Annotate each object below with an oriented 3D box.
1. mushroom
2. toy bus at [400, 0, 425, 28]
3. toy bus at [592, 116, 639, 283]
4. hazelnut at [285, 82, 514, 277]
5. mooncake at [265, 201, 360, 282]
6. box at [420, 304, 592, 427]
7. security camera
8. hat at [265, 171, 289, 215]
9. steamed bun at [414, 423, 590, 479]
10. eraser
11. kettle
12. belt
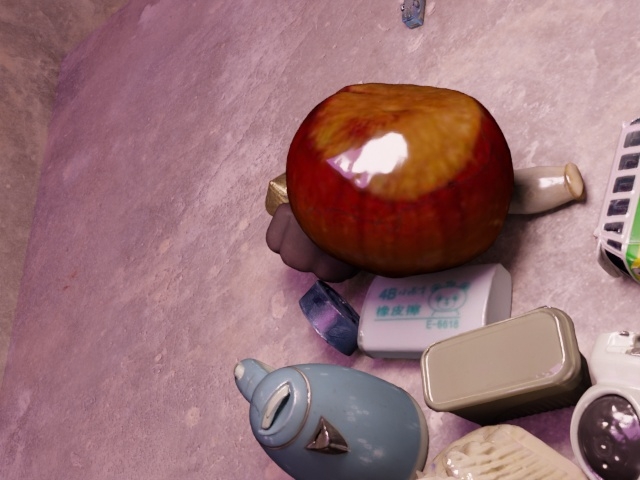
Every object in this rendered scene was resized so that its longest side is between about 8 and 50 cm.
[{"bbox_3d":[0.369,-0.109,1.496,0.352,0.097,0.109,8,84,41],"label":"mushroom"},{"bbox_3d":[0.252,-0.646,1.968,0.051,0.061,0.152,-10,60,37],"label":"toy bus"},{"bbox_3d":[0.576,-0.067,1.236,0.179,0.143,0.305,2,67,46],"label":"toy bus"},{"bbox_3d":[0.140,-0.104,1.373,0.430,0.402,0.401,9,68,15],"label":"hazelnut"},{"bbox_3d":[0.000,0.000,1.665,0.245,0.245,0.133,42,112,48],"label":"mooncake"},{"bbox_3d":[0.330,0.226,1.249,0.274,0.178,0.138,-22,52,32],"label":"box"},{"bbox_3d":[0.479,0.270,1.084,0.195,0.195,0.236,8,76,45],"label":"security camera"},{"bbox_3d":[-0.117,-0.143,1.984,0.146,0.067,0.145,-23,51,31],"label":"hat"},{"bbox_3d":[0.261,0.467,1.085,0.352,0.339,0.247,40,130,38],"label":"steamed bun"},{"bbox_3d":[0.225,0.145,1.458,0.290,0.104,0.189,-7,52,40],"label":"eraser"},{"bbox_3d":[-0.014,0.331,1.379,0.320,0.342,0.247,25,84,49],"label":"kettle"},{"bbox_3d":[0.026,0.168,1.596,0.082,0.141,0.190,-47,41,7],"label":"belt"}]
